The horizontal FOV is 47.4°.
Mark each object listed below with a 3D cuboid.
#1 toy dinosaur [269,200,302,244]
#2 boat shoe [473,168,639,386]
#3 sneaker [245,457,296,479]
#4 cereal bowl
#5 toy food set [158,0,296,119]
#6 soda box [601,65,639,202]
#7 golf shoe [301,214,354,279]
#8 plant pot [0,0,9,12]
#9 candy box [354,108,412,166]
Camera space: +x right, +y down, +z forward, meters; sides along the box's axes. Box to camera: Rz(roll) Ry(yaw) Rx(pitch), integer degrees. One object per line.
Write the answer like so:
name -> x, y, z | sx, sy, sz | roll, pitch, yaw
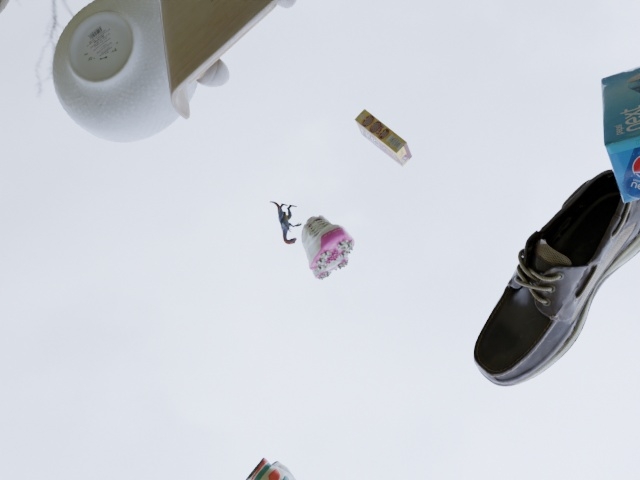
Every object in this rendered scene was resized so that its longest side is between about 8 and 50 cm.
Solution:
toy dinosaur -> -0.071, -0.035, 1.526 | 0.090, 0.047, 0.082 | 16, -84, 49
boat shoe -> 0.326, 0.042, 1.033 | 0.355, 0.130, 0.132 | -53, -137, -2
sneaker -> -0.063, 0.385, 1.136 | 0.075, 0.161, 0.057 | 35, -103, 21
cereal bowl -> -0.440, -0.389, 1.581 | 0.338, 0.141, 0.339 | -2, -99, 15
toy food set -> -0.126, -0.349, 1.098 | 0.306, 0.092, 0.220 | -32, -126, 29
soda box -> 0.342, -0.122, 0.770 | 0.071, 0.067, 0.210 | -16, -157, 27
golf shoe -> 0.000, 0.000, 1.679 | 0.115, 0.306, 0.140 | -26, -101, -9
plant pot -> -0.528, -0.488, 0.976 | 0.323, 0.323, 0.281 | -10, -132, 17
candy box -> 0.196, -0.320, 2.275 | 0.186, 0.109, 0.053 | 41, -93, 23
